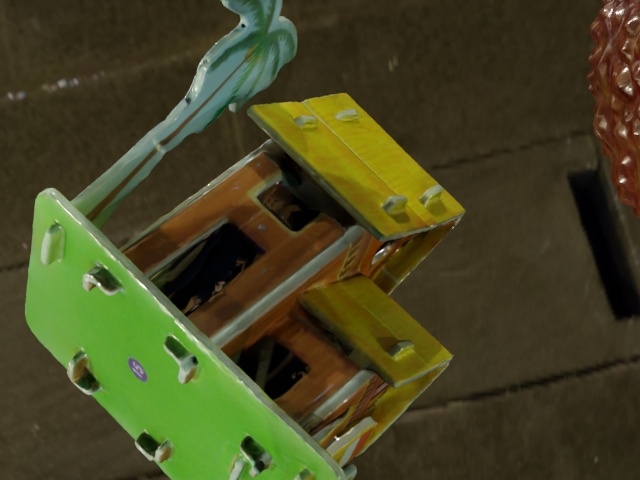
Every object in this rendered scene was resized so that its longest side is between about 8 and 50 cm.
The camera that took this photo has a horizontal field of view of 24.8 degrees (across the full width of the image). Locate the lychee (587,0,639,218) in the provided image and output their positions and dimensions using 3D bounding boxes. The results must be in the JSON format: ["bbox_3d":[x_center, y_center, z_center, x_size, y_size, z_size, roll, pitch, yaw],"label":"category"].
[{"bbox_3d":[0.320,-0.108,0.964,0.276,0.276,0.304,-5,93,4],"label":"lychee"}]

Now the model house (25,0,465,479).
[{"bbox_3d":[0.000,0.000,1.073,0.300,0.340,0.324,42,56,15],"label":"model house"}]
